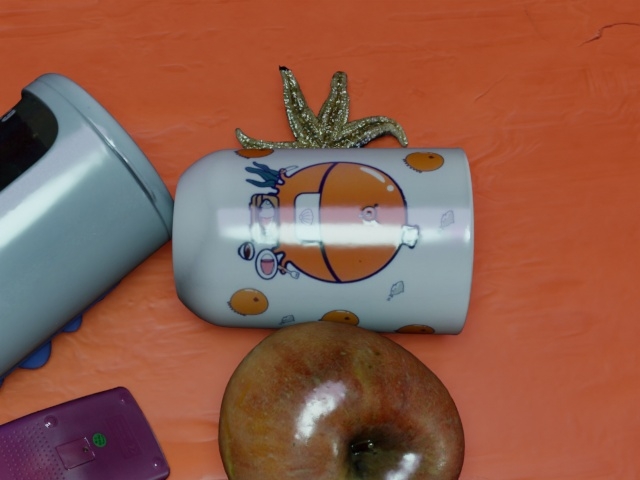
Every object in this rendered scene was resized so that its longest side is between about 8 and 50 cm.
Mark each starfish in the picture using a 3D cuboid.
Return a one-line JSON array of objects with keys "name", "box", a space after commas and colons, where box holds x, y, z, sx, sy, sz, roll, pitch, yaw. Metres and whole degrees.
[{"name": "starfish", "box": [0.007, -0.120, 1.211, 0.213, 0.057, 0.238, -19, 80, -15]}]

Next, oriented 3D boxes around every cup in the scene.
[{"name": "cup", "box": [0.000, 0.000, 1.076, 0.317, 0.212, 0.212, 0, 67, 0]}]

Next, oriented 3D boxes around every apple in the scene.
[{"name": "apple", "box": [0.018, 0.200, 0.988, 0.253, 0.253, 0.254, 1, 67, -2]}]

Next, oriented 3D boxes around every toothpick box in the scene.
[{"name": "toothpick box", "box": [-0.352, 0.017, 1.051, 0.354, 0.263, 0.263, -41, 74, -16]}]

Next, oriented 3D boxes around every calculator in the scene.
[{"name": "calculator", "box": [-0.257, 0.228, 1.011, 0.190, 0.034, 0.127, -15, 65, -45]}]
